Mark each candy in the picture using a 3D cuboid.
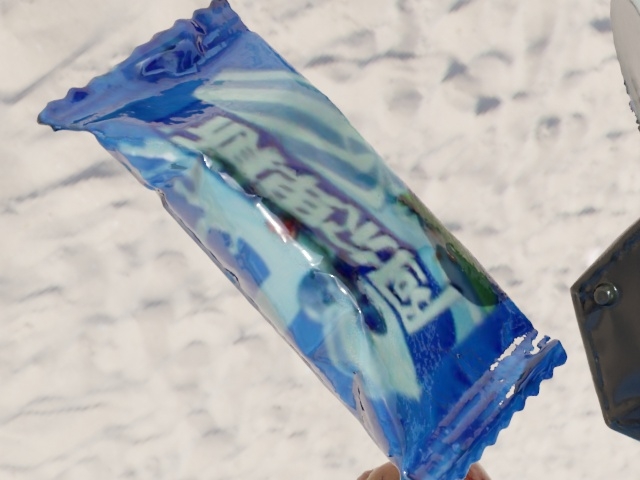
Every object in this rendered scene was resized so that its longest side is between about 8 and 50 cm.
[{"bbox_3d":[0.000,0.000,0.732,0.187,0.331,0.077,-41,179,-44],"label":"candy"}]

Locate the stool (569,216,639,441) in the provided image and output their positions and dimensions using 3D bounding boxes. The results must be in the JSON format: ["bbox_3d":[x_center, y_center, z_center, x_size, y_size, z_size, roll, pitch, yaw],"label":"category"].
[{"bbox_3d":[0.320,0.065,0.932,0.141,0.232,0.232,-19,145,-53],"label":"stool"}]

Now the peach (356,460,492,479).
[{"bbox_3d":[0.119,0.333,1.342,0.197,0.197,0.197,-29,148,-20],"label":"peach"}]

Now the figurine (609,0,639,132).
[{"bbox_3d":[0.279,-0.128,0.621,0.236,0.133,0.176,-18,122,5],"label":"figurine"}]
